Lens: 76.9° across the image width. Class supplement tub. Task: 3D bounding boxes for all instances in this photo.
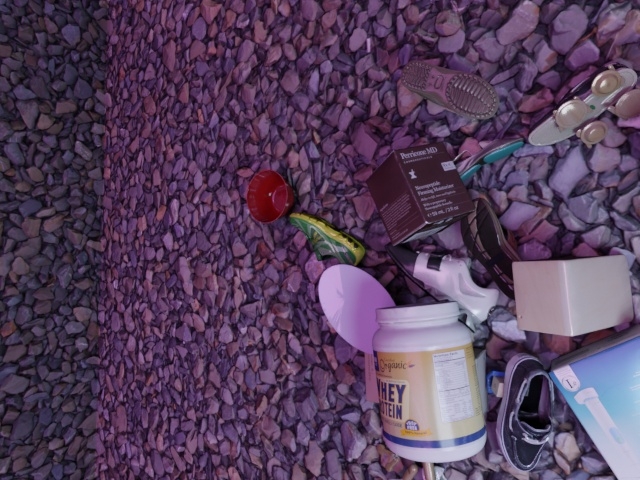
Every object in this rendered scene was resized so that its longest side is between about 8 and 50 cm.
[{"bbox_3d":[0.241,0.306,0.929,0.228,0.228,0.316,-12,79,33],"label":"supplement tub"}]

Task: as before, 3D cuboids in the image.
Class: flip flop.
[{"bbox_3d":[0.452,0.019,1.012,0.277,0.080,0.112,60,145,14],"label":"flip flop"}]

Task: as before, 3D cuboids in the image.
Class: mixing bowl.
[{"bbox_3d":[-0.157,-0.148,1.400,0.181,0.098,0.181,0,90,34],"label":"mixing bowl"}]

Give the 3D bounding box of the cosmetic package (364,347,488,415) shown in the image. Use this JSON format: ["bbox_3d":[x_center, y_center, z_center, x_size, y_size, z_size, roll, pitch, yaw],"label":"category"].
[{"bbox_3d":[0.283,0.371,1.103,0.309,0.113,0.160,-5,86,34],"label":"cosmetic package"}]

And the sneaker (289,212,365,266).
[{"bbox_3d":[0.000,0.000,1.290,0.295,0.109,0.123,33,104,28],"label":"sneaker"}]

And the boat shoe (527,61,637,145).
[{"bbox_3d":[0.592,-0.311,0.937,0.233,0.084,0.079,-41,31,33],"label":"boat shoe"}]

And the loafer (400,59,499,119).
[{"bbox_3d":[0.347,-0.405,1.079,0.268,0.092,0.102,31,111,13],"label":"loafer"}]

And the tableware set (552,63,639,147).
[{"bbox_3d":[0.612,-0.288,0.882,0.141,0.020,0.168,35,124,-16],"label":"tableware set"}]

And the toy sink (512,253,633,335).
[{"bbox_3d":[0.556,0.113,0.898,0.131,0.234,0.153,-9,85,62],"label":"toy sink"}]

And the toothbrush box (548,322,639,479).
[{"bbox_3d":[0.669,0.356,0.841,0.216,0.126,0.295,-38,69,26],"label":"toothbrush box"}]

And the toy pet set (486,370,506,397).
[{"bbox_3d":[0.484,0.373,1.016,0.114,0.065,0.122,7,102,0],"label":"toy pet set"}]

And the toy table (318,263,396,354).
[{"bbox_3d":[0.112,0.183,1.148,0.252,0.161,0.274,-29,88,7],"label":"toy table"}]

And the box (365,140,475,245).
[{"bbox_3d":[0.254,-0.119,1.055,0.203,0.168,0.167,69,155,12],"label":"box"}]

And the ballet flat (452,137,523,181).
[{"bbox_3d":[0.410,-0.219,1.046,0.213,0.072,0.068,-33,68,29],"label":"ballet flat"}]

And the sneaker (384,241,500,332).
[{"bbox_3d":[0.325,0.084,1.088,0.330,0.122,0.146,41,93,28],"label":"sneaker"}]

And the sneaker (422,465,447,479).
[{"bbox_3d":[0.330,0.698,1.106,0.061,0.053,0.152,-23,77,28],"label":"sneaker"}]

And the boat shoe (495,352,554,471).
[{"bbox_3d":[0.487,0.422,0.939,0.108,0.102,0.301,1,102,1],"label":"boat shoe"}]

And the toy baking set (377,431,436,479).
[{"bbox_3d":[0.247,0.650,1.144,0.197,0.030,0.256,-37,53,45],"label":"toy baking set"}]
